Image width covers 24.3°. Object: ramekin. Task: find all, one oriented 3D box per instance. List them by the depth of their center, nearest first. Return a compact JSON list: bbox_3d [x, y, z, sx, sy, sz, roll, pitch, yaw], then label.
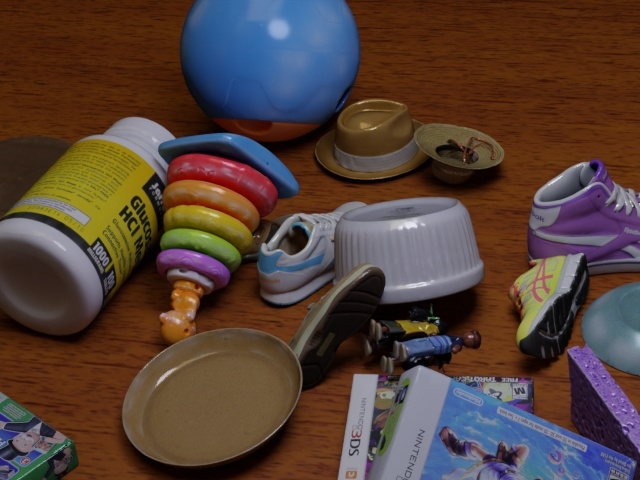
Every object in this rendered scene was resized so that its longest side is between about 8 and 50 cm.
[{"bbox_3d":[0.114,0.010,2.014,0.207,0.109,0.207,-8,10,2],"label":"ramekin"}]

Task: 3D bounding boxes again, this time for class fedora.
[{"bbox_3d":[0.085,-0.170,2.351,0.194,0.079,0.194,-3,36,2],"label":"fedora"}]

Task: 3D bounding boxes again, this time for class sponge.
[{"bbox_3d":[0.346,0.229,1.743,0.031,0.117,0.210,-16,37,-10],"label":"sponge"}]

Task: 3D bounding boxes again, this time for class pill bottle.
[{"bbox_3d":[-0.325,-0.033,2.130,0.188,0.188,0.334,11,40,21],"label":"pill bottle"}]

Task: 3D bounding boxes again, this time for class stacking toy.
[{"bbox_3d":[-0.164,0.013,2.069,0.166,0.175,0.302,-6,60,41],"label":"stacking toy"}]

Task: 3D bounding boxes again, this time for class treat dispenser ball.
[{"bbox_3d":[-0.081,-0.301,2.377,0.288,0.288,0.288,-4,36,3],"label":"treat dispenser ball"}]

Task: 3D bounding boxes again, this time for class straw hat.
[{"bbox_3d":[0.206,-0.120,2.282,0.144,0.061,0.144,10,33,-7],"label":"straw hat"}]

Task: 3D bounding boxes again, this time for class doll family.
[{"bbox_3d":[0.131,0.130,1.908,0.111,0.076,0.193,-2,19,-18],"label":"doll family"}]

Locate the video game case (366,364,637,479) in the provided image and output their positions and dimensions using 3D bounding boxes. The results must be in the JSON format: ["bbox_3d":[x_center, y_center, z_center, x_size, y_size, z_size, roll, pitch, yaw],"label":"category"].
[{"bbox_3d":[0.174,0.294,1.541,0.269,0.061,0.244,24,69,-10],"label":"video game case"}]

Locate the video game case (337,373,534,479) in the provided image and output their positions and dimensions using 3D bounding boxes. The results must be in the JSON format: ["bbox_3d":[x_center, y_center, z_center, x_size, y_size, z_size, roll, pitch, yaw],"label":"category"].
[{"bbox_3d":[0.143,0.245,1.811,0.232,0.042,0.210,1,37,9],"label":"video game case"}]

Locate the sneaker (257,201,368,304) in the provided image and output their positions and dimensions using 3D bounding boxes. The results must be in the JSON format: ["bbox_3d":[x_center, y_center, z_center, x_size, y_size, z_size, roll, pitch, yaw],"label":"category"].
[{"bbox_3d":[0.000,0.000,2.122,0.087,0.092,0.228,20,43,33],"label":"sneaker"}]

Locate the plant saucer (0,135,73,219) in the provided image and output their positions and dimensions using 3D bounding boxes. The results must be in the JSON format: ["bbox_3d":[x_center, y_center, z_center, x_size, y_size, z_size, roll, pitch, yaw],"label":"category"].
[{"bbox_3d":[-0.479,-0.086,2.349,0.278,0.041,0.278,-4,37,3],"label":"plant saucer"}]

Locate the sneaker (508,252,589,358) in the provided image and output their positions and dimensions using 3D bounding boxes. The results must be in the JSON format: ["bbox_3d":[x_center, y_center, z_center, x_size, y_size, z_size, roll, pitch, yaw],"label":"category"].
[{"bbox_3d":[0.290,0.088,1.985,0.094,0.081,0.208,4,31,26],"label":"sneaker"}]

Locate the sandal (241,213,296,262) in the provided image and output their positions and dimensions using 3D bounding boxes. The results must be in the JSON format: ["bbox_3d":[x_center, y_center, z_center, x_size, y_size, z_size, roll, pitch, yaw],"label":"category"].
[{"bbox_3d":[-0.106,-0.004,2.177,0.180,0.049,0.072,-17,38,-15],"label":"sandal"}]

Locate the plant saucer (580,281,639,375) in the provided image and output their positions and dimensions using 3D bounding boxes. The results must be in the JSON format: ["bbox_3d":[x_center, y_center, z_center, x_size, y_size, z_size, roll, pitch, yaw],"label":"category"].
[{"bbox_3d":[0.443,0.104,1.967,0.195,0.037,0.195,-3,37,2],"label":"plant saucer"}]

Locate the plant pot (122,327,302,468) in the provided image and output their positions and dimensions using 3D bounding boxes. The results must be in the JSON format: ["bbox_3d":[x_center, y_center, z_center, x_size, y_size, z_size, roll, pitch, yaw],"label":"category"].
[{"bbox_3d":[-0.135,0.205,1.892,0.236,0.032,0.236,-10,39,8],"label":"plant pot"}]

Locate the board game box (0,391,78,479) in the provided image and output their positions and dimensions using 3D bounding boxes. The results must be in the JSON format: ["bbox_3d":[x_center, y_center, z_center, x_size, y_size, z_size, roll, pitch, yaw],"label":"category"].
[{"bbox_3d":[-0.489,0.258,1.879,0.317,0.046,0.213,26,48,35],"label":"board game box"}]

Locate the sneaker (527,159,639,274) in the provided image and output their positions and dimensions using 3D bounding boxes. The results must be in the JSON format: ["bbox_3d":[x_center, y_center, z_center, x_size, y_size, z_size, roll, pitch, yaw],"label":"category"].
[{"bbox_3d":[0.427,-0.042,2.065,0.282,0.161,0.102,-11,35,-9],"label":"sneaker"}]

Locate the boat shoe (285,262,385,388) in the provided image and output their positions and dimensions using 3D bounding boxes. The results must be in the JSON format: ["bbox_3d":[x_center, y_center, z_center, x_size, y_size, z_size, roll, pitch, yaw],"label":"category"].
[{"bbox_3d":[0.008,0.098,1.935,0.190,0.068,0.072,-51,38,9],"label":"boat shoe"}]
